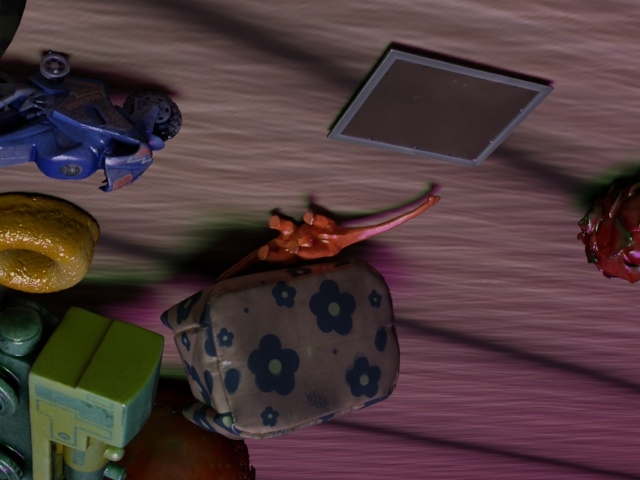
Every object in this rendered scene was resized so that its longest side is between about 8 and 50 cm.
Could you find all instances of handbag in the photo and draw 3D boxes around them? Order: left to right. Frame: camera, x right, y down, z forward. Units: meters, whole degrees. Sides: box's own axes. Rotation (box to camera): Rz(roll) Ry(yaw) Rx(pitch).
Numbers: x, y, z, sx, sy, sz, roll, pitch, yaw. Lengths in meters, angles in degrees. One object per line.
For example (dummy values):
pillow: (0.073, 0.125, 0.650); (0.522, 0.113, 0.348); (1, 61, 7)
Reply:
handbag: (-0.055, 0.131, 1.150); (0.252, 0.190, 0.193); (-10, 180, -33)

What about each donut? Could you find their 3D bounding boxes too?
donut: (-0.322, 0.007, 1.066); (0.152, 0.058, 0.152); (-3, 148, -2)

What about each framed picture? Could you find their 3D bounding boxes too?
framed picture: (0.117, -0.129, 0.952); (0.183, 0.011, 0.142); (8, 147, -23)

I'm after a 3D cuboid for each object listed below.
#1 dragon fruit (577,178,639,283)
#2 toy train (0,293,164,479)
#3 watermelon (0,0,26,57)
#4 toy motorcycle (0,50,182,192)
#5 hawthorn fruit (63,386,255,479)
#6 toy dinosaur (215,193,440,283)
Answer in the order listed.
dragon fruit: (0.367, -0.017, 1.100); (0.121, 0.130, 0.142); (45, 132, -13)
toy train: (-0.338, 0.226, 1.246); (0.237, 0.150, 0.368); (21, 138, 3)
watermelon: (-0.287, -0.180, 0.597); (0.212, 0.212, 0.212); (-4, 150, -3)
toy motorcycle: (-0.223, -0.096, 0.844); (0.205, 0.114, 0.076); (5, 149, -19)
hawthorn fruit: (-0.259, 0.379, 1.475); (0.316, 0.315, 0.316); (-4, 150, -3)
toy dinosaur: (-0.001, -0.006, 1.099); (0.280, 0.055, 0.101); (-16, 167, 24)
